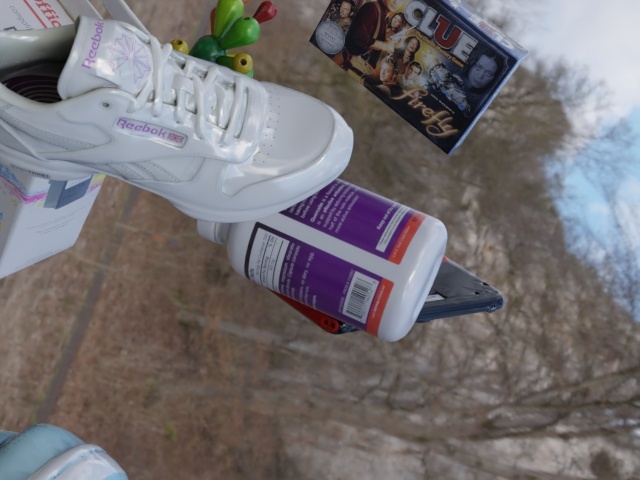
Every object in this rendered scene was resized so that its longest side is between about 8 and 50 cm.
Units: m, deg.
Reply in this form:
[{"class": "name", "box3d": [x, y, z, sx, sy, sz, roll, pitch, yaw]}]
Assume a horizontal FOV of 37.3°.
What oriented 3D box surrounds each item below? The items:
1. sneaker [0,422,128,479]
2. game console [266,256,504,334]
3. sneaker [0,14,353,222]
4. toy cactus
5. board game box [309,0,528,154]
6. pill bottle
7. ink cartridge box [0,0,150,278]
[{"class": "sneaker", "box3d": [-0.239, 0.129, 0.536, 0.127, 0.208, 0.319, -40, 178, -41]}, {"class": "game console", "box3d": [0.081, 0.065, 1.680, 0.342, 0.386, 0.060, 37, -57, 46]}, {"class": "sneaker", "box3d": [-0.124, -0.094, 0.723, 0.152, 0.305, 0.114, 106, -10, -67]}, {"class": "toy cactus", "box3d": [-0.129, -0.181, 1.011, 0.180, 0.112, 0.219, -24, -151, 26]}, {"class": "board game box", "box3d": [0.119, -0.248, 1.210, 0.042, 0.243, 0.165, -40, 167, -50]}, {"class": "pill bottle", "box3d": [0.000, 0.000, 1.311, 0.181, 0.323, 0.181, -60, 166, -25]}, {"class": "ink cartridge box", "box3d": [-0.323, -0.144, 1.022, 0.119, 0.207, 0.353, -28, 163, -42]}]
